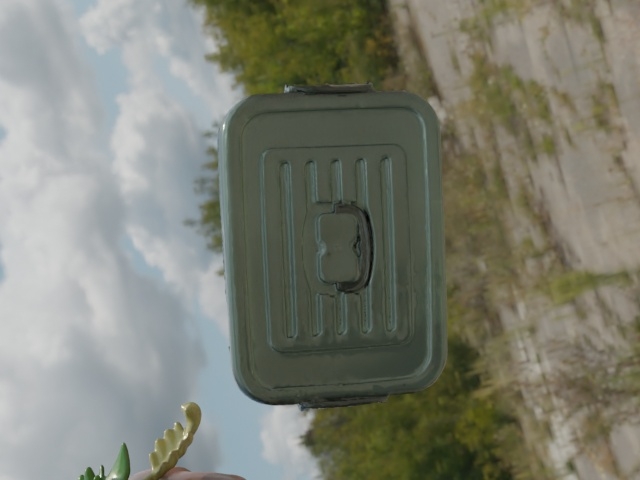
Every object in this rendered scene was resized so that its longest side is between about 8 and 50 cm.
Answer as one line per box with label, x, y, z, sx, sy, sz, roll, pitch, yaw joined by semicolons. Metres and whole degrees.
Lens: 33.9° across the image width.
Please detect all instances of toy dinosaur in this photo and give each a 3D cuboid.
toy dinosaur;-0.110;0.252;0.927;0.152;0.177;0.194;58;143;26

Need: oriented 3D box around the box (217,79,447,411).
box;0.000;0.000;0.416;0.069;0.084;0.122;-154;61;-77
